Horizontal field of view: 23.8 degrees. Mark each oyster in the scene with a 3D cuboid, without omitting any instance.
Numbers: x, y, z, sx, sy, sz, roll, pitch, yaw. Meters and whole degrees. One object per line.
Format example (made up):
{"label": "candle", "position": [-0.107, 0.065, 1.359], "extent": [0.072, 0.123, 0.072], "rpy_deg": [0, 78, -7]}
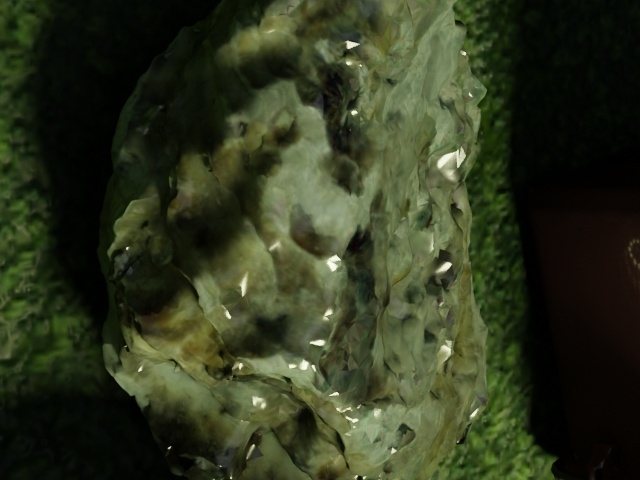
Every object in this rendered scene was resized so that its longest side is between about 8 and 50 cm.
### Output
{"label": "oyster", "position": [0.000, 0.000, 0.626], "extent": [0.198, 0.112, 0.268], "rpy_deg": [-35, 121, -26]}

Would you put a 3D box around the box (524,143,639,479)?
{"label": "box", "position": [0.250, 0.016, 0.759], "extent": [0.294, 0.193, 0.168], "rpy_deg": [-21, 100, -29]}
